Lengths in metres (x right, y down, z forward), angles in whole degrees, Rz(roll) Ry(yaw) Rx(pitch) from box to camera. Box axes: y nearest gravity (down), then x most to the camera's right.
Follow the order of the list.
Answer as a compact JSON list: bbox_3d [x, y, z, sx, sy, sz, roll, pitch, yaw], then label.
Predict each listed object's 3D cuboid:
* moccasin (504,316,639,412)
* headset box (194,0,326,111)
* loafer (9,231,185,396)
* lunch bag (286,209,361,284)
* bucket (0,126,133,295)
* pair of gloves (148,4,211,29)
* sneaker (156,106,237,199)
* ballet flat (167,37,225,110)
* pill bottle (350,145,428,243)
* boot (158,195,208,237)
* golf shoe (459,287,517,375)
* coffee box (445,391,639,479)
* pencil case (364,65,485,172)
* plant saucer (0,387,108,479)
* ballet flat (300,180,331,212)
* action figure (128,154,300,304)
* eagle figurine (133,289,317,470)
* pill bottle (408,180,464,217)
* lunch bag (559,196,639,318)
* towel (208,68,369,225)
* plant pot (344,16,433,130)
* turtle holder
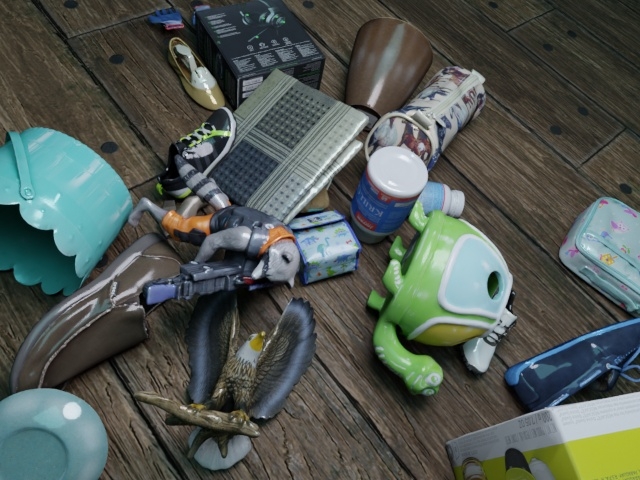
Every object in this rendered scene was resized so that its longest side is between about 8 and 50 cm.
[{"bbox_3d":[0.542,0.256,0.968,0.342,0.137,0.116,-21,70,-6],"label":"moccasin"},{"bbox_3d":[-0.166,-0.493,1.246,0.247,0.131,0.283,-23,67,-22],"label":"headset box"},{"bbox_3d":[-0.365,0.137,0.832,0.130,0.133,0.365,31,59,8],"label":"loafer"},{"bbox_3d":[0.000,0.000,1.017,0.129,0.096,0.151,-13,49,-15],"label":"lunch bag"},{"bbox_3d":[-0.493,-0.052,0.847,0.281,0.281,0.183,23,52,2],"label":"bucket"},{"bbox_3d":[-0.369,-0.614,1.314,0.198,0.023,0.159,-15,44,-17],"label":"pair of gloves"},{"bbox_3d":[-0.266,-0.191,1.015,0.084,0.097,0.234,28,87,33],"label":"sneaker"},{"bbox_3d":[-0.323,-0.426,1.208,0.080,0.073,0.232,-32,71,-25],"label":"ballet flat"},{"bbox_3d":[0.133,-0.085,1.013,0.125,0.221,0.124,5,59,-8],"label":"pill bottle"},{"bbox_3d":[-0.284,-0.048,1.017,0.119,0.042,0.086,-9,69,-15],"label":"boot"},{"bbox_3d":[0.347,0.177,0.972,0.077,0.094,0.198,32,59,-16],"label":"golf shoe"},{"bbox_3d":[0.453,0.425,0.710,0.339,0.337,0.334,-4,61,-14],"label":"coffee box"},{"bbox_3d":[0.270,-0.293,1.144,0.159,0.184,0.410,52,47,-8],"label":"pencil case"},{"bbox_3d":[-0.426,0.323,0.713,0.195,0.037,0.194,0,92,-11],"label":"plant saucer"},{"bbox_3d":[-0.025,-0.210,1.132,0.124,0.116,0.342,12,56,-28],"label":"ballet flat"},{"bbox_3d":[-0.183,-0.012,0.834,0.330,0.178,0.341,27,20,24],"label":"action figure"},{"bbox_3d":[-0.137,0.216,0.829,0.226,0.225,0.298,58,19,-19],"label":"eagle figurine"},{"bbox_3d":[0.251,-0.096,1.123,0.160,0.087,0.087,8,59,-7],"label":"pill bottle"},{"bbox_3d":[0.727,0.045,1.123,0.279,0.107,0.224,38,60,11],"label":"lunch bag"},{"bbox_3d":[-0.092,-0.208,1.051,0.312,0.056,0.324,37,83,30],"label":"towel"},{"bbox_3d":[0.153,-0.409,1.237,0.216,0.215,0.230,22,73,2],"label":"plant pot"},{"bbox_3d":[0.224,0.102,0.902,0.228,0.243,0.320,25,45,5],"label":"turtle holder"}]
